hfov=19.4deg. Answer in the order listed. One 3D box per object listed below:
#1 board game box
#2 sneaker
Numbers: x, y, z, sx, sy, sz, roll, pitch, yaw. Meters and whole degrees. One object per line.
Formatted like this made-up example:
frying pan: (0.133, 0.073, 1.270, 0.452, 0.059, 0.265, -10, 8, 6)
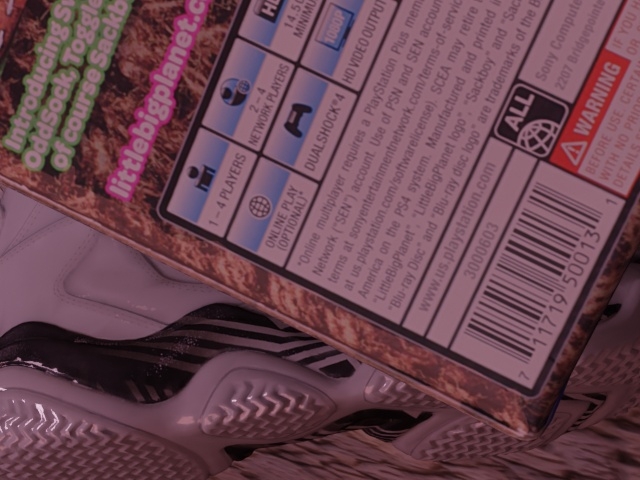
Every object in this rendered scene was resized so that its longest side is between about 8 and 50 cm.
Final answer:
board game box: (-0.017, -0.129, 0.484, 0.291, 0.232, 0.141, 26, -160, 6)
sneaker: (0.000, 0.000, 0.928, 0.365, 0.210, 0.137, -7, 156, -4)
